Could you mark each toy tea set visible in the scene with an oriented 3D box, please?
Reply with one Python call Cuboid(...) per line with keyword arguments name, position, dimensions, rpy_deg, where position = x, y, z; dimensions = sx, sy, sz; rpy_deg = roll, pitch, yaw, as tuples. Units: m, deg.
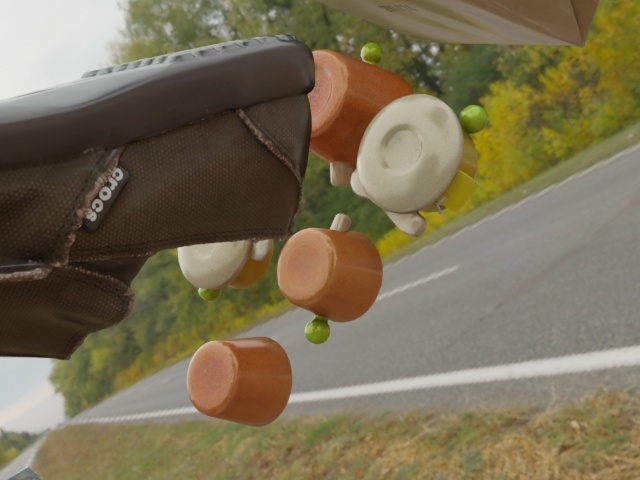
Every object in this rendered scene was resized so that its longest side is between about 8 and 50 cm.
Cuboid(name="toy tea set", position=(0.000, 0.000, 0.661), dimensions=(0.124, 0.200, 0.336), rpy_deg=(17, -62, -49))

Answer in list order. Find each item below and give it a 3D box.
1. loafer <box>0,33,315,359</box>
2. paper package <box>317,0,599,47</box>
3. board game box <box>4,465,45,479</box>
Cuboid(name="loafer", position=(-0.139, 0.003, 0.351), dimensions=(0.366, 0.130, 0.134), rpy_deg=(-23, 18, -31))
Cuboid(name="paper package", position=(0.080, -0.312, 0.773), dimensions=(0.325, 0.310, 0.168), rpy_deg=(38, 112, 66))
Cuboid(name="board game box", position=(-0.269, 0.269, 0.637), dimensions=(0.186, 0.126, 0.026), rpy_deg=(-28, -37, -54))
